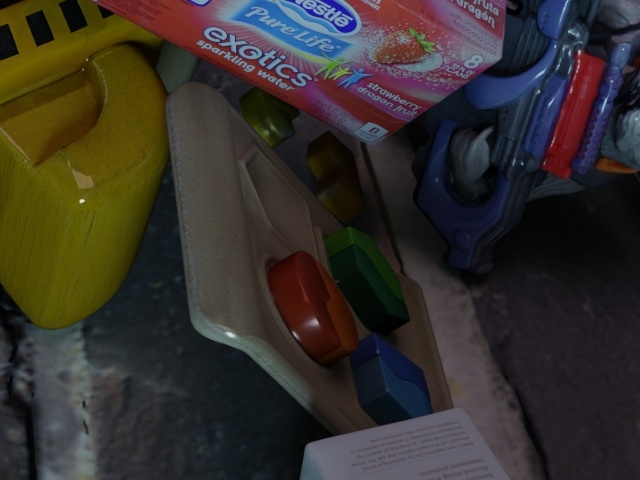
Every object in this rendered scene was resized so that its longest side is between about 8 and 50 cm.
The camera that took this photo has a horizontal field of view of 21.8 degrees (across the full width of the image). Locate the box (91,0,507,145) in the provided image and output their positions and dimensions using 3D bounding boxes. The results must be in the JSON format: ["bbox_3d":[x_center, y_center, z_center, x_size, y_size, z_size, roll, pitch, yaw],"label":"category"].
[{"bbox_3d":[-0.025,-0.177,0.965,0.256,0.128,0.123,25,56,-26],"label":"box"}]

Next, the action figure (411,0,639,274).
[{"bbox_3d":[0.146,-0.169,1.104,0.178,0.341,0.330,-7,39,-44],"label":"action figure"}]

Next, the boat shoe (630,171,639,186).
[{"bbox_3d":[0.282,0.006,1.064,0.116,0.123,0.324,-16,44,-23],"label":"boat shoe"}]

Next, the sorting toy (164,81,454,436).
[{"bbox_3d":[0.000,0.000,0.972,0.041,0.229,0.307,-34,39,19],"label":"sorting toy"}]

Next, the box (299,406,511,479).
[{"bbox_3d":[0.057,0.190,0.793,0.091,0.130,0.170,-10,45,-23],"label":"box"}]

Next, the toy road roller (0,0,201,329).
[{"bbox_3d":[-0.156,-0.094,1.045,0.329,0.202,0.240,-29,68,-36],"label":"toy road roller"}]
